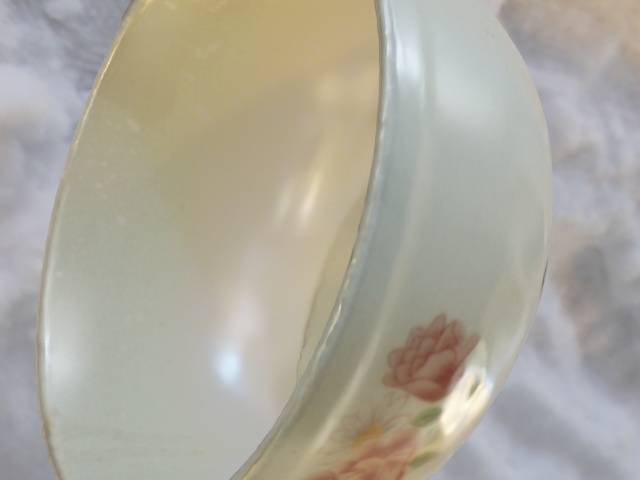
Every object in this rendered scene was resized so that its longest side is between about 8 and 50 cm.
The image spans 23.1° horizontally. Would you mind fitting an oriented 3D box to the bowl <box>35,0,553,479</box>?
[{"bbox_3d":[0.000,0.000,0.662,0.145,0.277,0.277,17,101,-29],"label":"bowl"}]
